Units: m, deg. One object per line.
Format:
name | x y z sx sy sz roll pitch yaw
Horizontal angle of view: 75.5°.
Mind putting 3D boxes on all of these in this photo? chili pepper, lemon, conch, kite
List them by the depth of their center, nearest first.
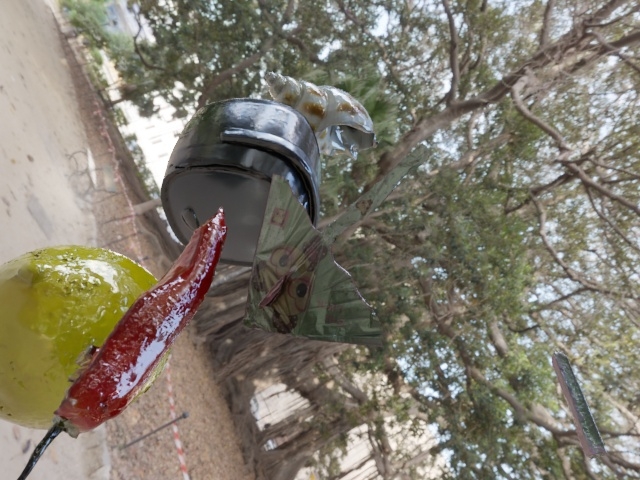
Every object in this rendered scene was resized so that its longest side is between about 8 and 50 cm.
chili pepper | -0.134 0.068 0.317 0.050 0.268 0.059 34 -40 -5
kite | 0.001 0.000 0.386 0.012 0.250 0.229 22 30 -50
lemon | -0.238 0.094 0.410 0.173 0.173 0.206 55 -2 31
conch | -0.006 -0.270 0.908 0.182 0.275 0.149 -27 -111 38

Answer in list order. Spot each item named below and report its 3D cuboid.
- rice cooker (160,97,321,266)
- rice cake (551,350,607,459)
rice cooker | -0.118 -0.101 0.697 0.224 0.267 0.267 -78 168 -45
rice cake | 0.519 0.328 0.840 0.047 0.036 0.207 84 3 -54
